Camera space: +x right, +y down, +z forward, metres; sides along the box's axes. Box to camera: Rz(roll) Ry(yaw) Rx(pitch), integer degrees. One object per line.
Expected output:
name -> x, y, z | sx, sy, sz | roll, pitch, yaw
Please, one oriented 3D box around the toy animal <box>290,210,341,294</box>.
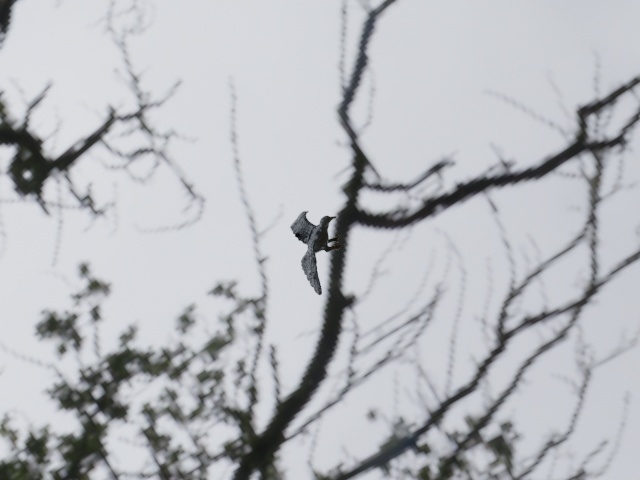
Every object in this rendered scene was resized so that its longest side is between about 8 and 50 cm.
toy animal -> 0.000, 0.000, 1.145 | 0.028, 0.050, 0.084 | 29, -154, -34
